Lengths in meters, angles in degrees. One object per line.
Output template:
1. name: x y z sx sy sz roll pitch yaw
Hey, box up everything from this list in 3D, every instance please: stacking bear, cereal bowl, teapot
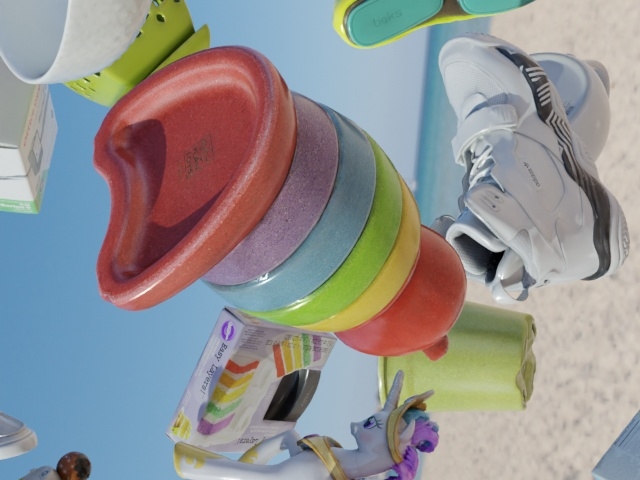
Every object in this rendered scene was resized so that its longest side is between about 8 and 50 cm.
1. stacking bear: 0.000 0.000 0.696 0.289 0.164 0.175 33 -146 -43
2. cereal bowl: -0.253 -0.333 0.977 0.339 0.141 0.339 27 124 50
3. teapot: 0.354 -0.165 1.528 0.187 0.256 0.252 53 -155 -42

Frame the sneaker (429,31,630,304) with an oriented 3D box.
1. sneaker: 0.208 -0.092 1.172 0.366 0.210 0.137 61 148 14

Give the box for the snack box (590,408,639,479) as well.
1. snack box: 0.529 0.237 1.312 0.322 0.060 0.187 -50 12 -5

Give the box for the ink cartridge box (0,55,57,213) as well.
1. ink cartridge box: -0.593 -0.205 1.829 0.289 0.121 0.211 112 165 -67

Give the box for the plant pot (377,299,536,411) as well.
1. plant pot: 0.270 0.219 1.809 0.276 0.254 0.276 4 -90 -69

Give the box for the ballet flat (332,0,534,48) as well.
1. ballet flat: 0.118 -0.250 0.937 0.077 0.231 0.077 -117 9 -60

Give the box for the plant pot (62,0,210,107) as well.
1. plant pot: -0.330 -0.336 1.653 0.228 0.207 0.227 -47 11 -19

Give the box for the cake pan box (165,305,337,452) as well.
1. cake pan box: -0.113 0.249 1.658 0.267 0.070 0.246 18 -77 -51

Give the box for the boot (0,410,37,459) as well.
1. boot: -0.547 0.259 1.469 0.095 0.258 0.123 -25 -69 -59

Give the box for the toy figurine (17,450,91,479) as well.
1. toy figurine: -0.350 0.419 1.365 0.209 0.148 0.213 51 153 26

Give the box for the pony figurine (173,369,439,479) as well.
1. pony figurine: 0.002 0.369 1.219 0.303 0.363 0.351 42 -146 -55
